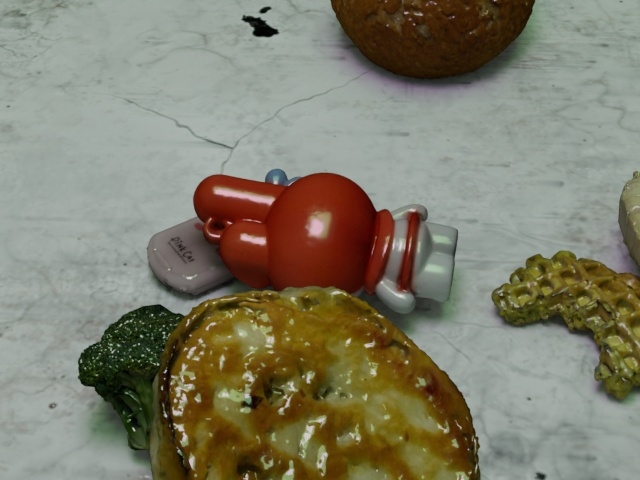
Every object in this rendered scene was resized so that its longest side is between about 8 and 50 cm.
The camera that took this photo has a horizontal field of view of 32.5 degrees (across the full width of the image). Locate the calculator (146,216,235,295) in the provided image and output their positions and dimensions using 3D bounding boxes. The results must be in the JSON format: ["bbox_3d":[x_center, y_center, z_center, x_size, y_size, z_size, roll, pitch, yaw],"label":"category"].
[{"bbox_3d":[-0.112,0.004,1.249,0.175,0.032,0.100,-25,48,-23],"label":"calculator"}]

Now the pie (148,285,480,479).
[{"bbox_3d":[-0.010,0.186,0.953,0.315,0.092,0.315,11,61,-20],"label":"pie"}]

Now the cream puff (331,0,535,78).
[{"bbox_3d":[0.155,-0.366,1.501,0.302,0.212,0.303,0,49,0],"label":"cream puff"}]

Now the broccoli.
[{"bbox_3d":[-0.149,0.129,1.052,0.162,0.146,0.138,-7,82,12],"label":"broccoli"}]

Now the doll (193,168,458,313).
[{"bbox_3d":[0.000,0.000,1.175,0.290,0.130,0.161,10,60,3],"label":"doll"}]

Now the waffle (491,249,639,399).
[{"bbox_3d":[0.280,0.077,1.149,0.194,0.051,0.149,27,49,26],"label":"waffle"}]

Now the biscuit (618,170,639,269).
[{"bbox_3d":[0.411,0.014,1.154,0.179,0.084,0.281,-2,39,-29],"label":"biscuit"}]
